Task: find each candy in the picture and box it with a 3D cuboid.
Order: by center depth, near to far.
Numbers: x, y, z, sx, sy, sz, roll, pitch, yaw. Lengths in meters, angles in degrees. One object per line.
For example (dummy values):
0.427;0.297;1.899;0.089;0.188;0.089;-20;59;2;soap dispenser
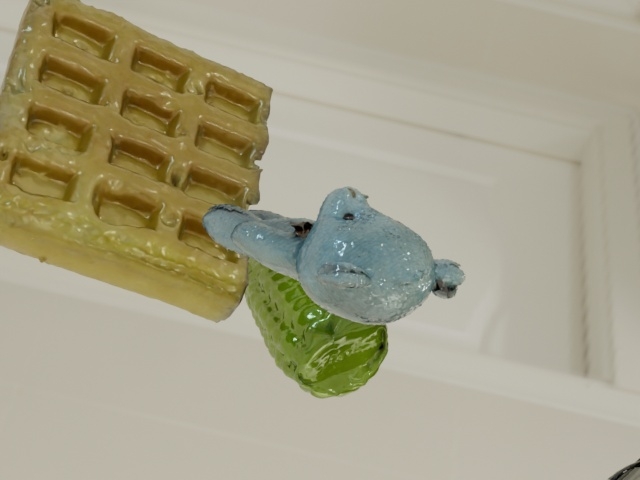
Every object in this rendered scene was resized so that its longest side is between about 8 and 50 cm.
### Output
-0.017;0.051;1.216;0.209;0.096;0.097;-130;-132;-55;candy

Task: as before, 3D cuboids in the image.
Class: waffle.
-0.153;-0.070;1.129;0.055;0.221;0.248;-51;-156;43;waffle

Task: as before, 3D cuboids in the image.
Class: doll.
0.002;-0.004;0.922;0.120;0.179;0.075;-1;113;-44;doll

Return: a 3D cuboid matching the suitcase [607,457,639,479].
0.338;0.309;1.212;0.434;0.283;0.194;-39;177;-21;suitcase
